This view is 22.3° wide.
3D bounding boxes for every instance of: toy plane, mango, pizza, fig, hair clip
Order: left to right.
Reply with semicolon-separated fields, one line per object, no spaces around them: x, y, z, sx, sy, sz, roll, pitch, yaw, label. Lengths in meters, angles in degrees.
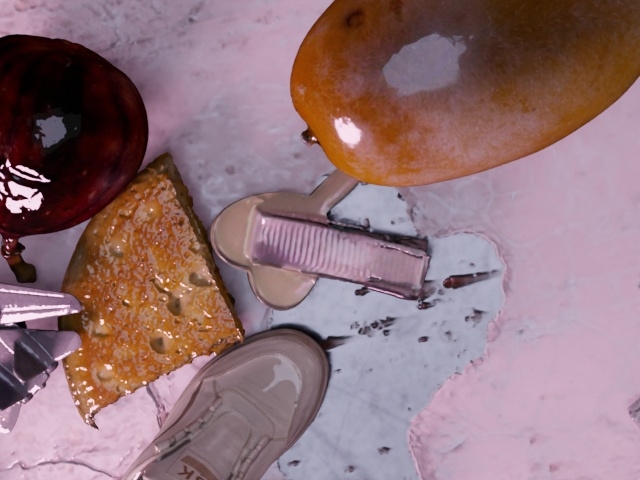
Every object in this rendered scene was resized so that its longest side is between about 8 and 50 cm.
-0.373;0.059;1.652;0.267;0.088;0.212;45;111;12;toy plane
-0.277;-0.072;1.562;0.186;0.203;0.249;23;96;-38;fig
-0.163;0.059;1.641;0.197;0.058;0.292;16;98;6;pizza
0.001;-0.003;1.614;0.218;0.071;0.159;11;90;-1;hair clip
0.154;-0.181;1.513;0.384;0.199;0.221;-25;94;7;mango

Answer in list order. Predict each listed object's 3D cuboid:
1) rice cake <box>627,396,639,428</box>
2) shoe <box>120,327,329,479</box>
0.422;0.189;1.604;0.198;0.037;0.189;43;98;0;rice cake
-0.115;0.219;1.593;0.124;0.159;0.316;38;93;1;shoe
